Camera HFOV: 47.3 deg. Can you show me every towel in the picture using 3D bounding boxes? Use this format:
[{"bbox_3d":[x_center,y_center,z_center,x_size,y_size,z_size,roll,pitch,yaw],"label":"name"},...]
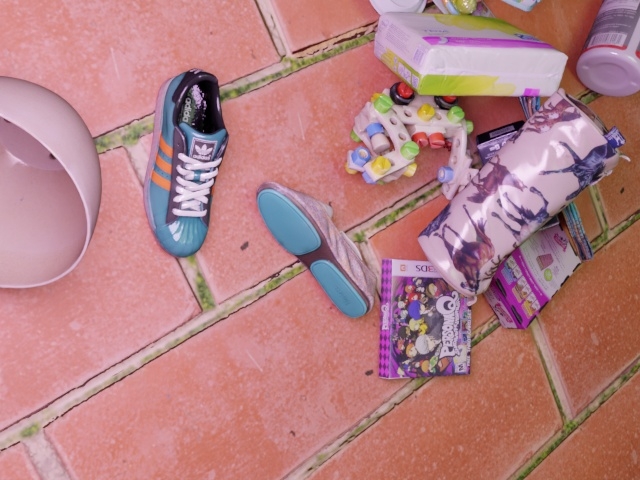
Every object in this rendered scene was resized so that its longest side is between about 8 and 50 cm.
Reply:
[{"bbox_3d":[0.493,-0.161,1.552,0.370,0.040,0.271,65,18,-12],"label":"towel"}]

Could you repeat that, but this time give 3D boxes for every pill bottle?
[{"bbox_3d":[0.727,-0.497,1.731,0.161,0.161,0.283,36,70,-26],"label":"pill bottle"}]

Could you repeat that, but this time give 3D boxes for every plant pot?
[{"bbox_3d":[-0.411,-0.105,0.971,0.284,0.284,0.190,43,32,-23],"label":"plant pot"}]

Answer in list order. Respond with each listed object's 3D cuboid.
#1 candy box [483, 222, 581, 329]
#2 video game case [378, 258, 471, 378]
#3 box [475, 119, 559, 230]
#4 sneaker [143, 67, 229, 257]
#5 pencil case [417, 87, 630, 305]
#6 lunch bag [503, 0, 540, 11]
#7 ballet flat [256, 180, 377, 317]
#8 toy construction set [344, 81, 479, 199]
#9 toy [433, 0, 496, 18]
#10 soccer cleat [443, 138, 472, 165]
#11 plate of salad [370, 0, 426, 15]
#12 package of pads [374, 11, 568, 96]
[{"bbox_3d":[0.449,0.058,1.589,0.233,0.071,0.159,-41,108,-26],"label":"candy box"},{"bbox_3d":[0.212,0.155,1.454,0.210,0.042,0.231,5,86,-31],"label":"video game case"},{"bbox_3d":[0.403,-0.128,1.505,0.153,0.108,0.207,-53,123,-72],"label":"box"},{"bbox_3d":[-0.209,-0.123,1.156,0.108,0.121,0.301,1,88,-32],"label":"sneaker"},{"bbox_3d":[0.365,-0.073,1.356,0.183,0.160,0.410,44,103,5],"label":"pencil case"},{"bbox_3d":[0.368,-0.600,1.412,0.262,0.223,0.160,34,35,-2],"label":"lunch bag"},{"bbox_3d":[0.000,0.000,1.309,0.316,0.108,0.106,55,43,-24],"label":"ballet flat"},{"bbox_3d":[0.191,-0.184,1.391,0.328,0.151,0.214,9,59,-39],"label":"toy construction set"},{"bbox_3d":[0.311,-0.495,1.515,0.237,0.056,0.136,44,53,-30],"label":"toy"},{"bbox_3d":[0.291,-0.186,1.526,0.083,0.029,0.035,41,72,-19],"label":"soccer cleat"},{"bbox_3d":[0.141,-0.522,1.434,0.200,0.048,0.199,-2,92,-42],"label":"plate of salad"},{"bbox_3d":[0.273,-0.353,1.380,0.297,0.229,0.101,-3,122,-21],"label":"package of pads"}]
